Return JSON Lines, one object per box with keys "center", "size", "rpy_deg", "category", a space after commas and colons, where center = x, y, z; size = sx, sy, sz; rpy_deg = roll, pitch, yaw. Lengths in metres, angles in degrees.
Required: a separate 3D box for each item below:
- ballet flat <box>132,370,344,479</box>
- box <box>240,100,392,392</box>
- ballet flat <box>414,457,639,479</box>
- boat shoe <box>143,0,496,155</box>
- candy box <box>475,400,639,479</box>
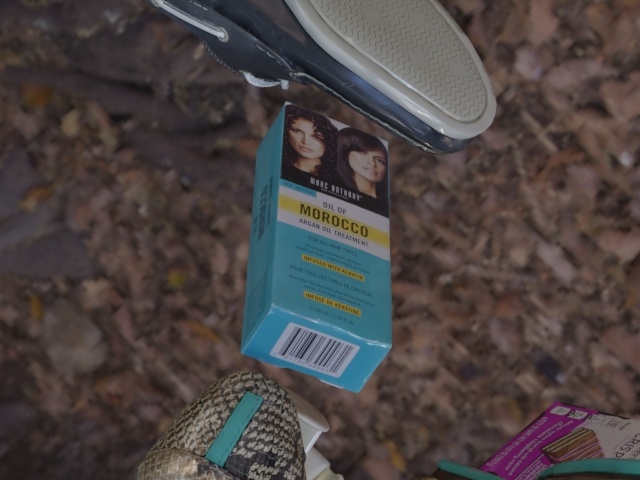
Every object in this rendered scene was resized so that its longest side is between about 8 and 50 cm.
{"center": [-0.049, 0.225, 1.298], "size": [0.164, 0.182, 0.483], "rpy_deg": [27, 160, 12], "category": "ballet flat"}
{"center": [0.000, 0.000, 1.206], "size": [0.100, 0.244, 0.060], "rpy_deg": [20, 130, -16], "category": "box"}
{"center": [0.108, 0.160, 0.675], "size": [0.123, 0.123, 0.348], "rpy_deg": [48, 165, -4], "category": "ballet flat"}
{"center": [-0.017, -0.114, 0.756], "size": [0.233, 0.084, 0.079], "rpy_deg": [35, 134, 6], "category": "boat shoe"}
{"center": [0.265, 0.232, 1.387], "size": [0.233, 0.159, 0.071], "rpy_deg": [10, 123, 45], "category": "candy box"}
